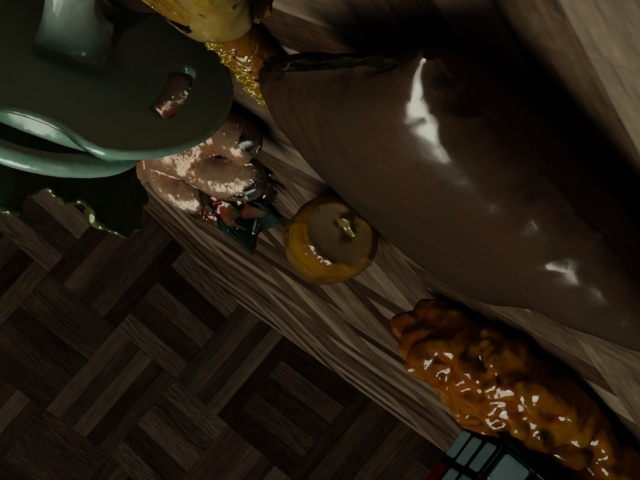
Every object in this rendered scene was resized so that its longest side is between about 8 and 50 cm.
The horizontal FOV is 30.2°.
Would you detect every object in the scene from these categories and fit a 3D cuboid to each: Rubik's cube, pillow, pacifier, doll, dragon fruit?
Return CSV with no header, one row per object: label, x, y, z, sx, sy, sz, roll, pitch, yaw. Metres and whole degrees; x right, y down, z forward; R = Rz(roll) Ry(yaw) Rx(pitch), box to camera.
Rubik's cube,0.217,0.348,1.478,0.160,0.163,0.162,39,172,-6
pillow,0.111,-0.036,0.893,0.305,0.108,0.308,42,170,-20
pacifier,-0.250,-0.212,1.183,0.343,0.288,0.269,16,135,-1
doll,-0.169,-0.137,1.569,0.303,0.156,0.201,17,115,33
dragon fruit,-0.140,-0.075,1.728,0.142,0.121,0.130,18,-172,-25

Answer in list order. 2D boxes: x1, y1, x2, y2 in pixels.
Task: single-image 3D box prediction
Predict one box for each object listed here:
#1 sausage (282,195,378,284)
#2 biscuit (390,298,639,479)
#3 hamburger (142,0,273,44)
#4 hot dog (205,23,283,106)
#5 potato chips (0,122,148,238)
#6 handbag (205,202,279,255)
sausage,0.003,0.005,1.557,0.112,0.112,0.328,41,171,-3
biscuit,0.255,0.218,1.531,0.312,0.110,0.318,46,169,-26
hamburger,-0.109,-0.240,0.855,0.214,0.108,0.214,44,172,8
hot dog,-0.078,-0.187,1.143,0.165,0.045,0.071,46,172,-35
potato chips,-0.354,-0.183,1.368,0.373,0.097,0.389,6,-118,-46
handbag,-0.222,-0.122,1.923,0.238,0.089,0.326,30,167,50
